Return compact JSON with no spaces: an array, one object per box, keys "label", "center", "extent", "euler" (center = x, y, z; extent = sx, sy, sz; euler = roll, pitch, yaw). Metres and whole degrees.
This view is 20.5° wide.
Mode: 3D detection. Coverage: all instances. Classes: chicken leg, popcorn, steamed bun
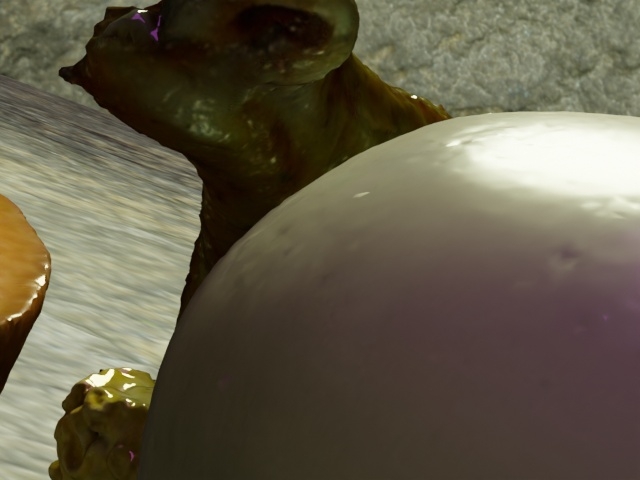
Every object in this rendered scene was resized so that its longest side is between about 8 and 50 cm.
[{"label":"chicken leg","center":[-0.009,0.005,0.711],"extent":[0.361,0.211,0.140],"euler":[37,14,-51]},{"label":"popcorn","center":[-0.060,0.079,0.653],"extent":[0.082,0.057,0.083],"euler":[15,7,18]},{"label":"steamed bun","center":[0.109,0.078,0.492],"extent":[0.324,0.206,0.324],"euler":[20,6,-2]}]

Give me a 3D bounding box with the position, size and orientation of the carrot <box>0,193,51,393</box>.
[{"label":"carrot","center":[-0.229,-0.002,0.623],"extent":[0.258,0.100,0.307],"euler":[13,8,-35]}]
